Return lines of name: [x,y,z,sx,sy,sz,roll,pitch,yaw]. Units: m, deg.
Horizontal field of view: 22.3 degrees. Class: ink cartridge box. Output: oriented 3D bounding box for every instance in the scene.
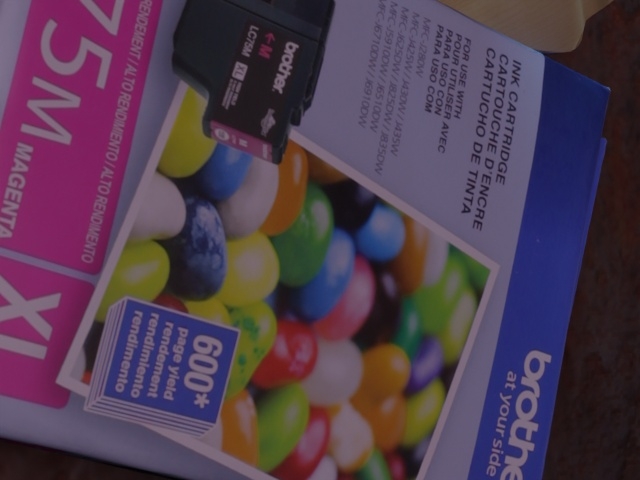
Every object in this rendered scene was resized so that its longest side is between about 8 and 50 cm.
ink cartridge box: [0.000,0.000,0.567,0.311,0.065,0.185,20,77,-39]

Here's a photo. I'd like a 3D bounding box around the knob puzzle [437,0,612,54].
knob puzzle: [0.059,-0.162,0.634,0.213,0.030,0.213,0,89,-40]
